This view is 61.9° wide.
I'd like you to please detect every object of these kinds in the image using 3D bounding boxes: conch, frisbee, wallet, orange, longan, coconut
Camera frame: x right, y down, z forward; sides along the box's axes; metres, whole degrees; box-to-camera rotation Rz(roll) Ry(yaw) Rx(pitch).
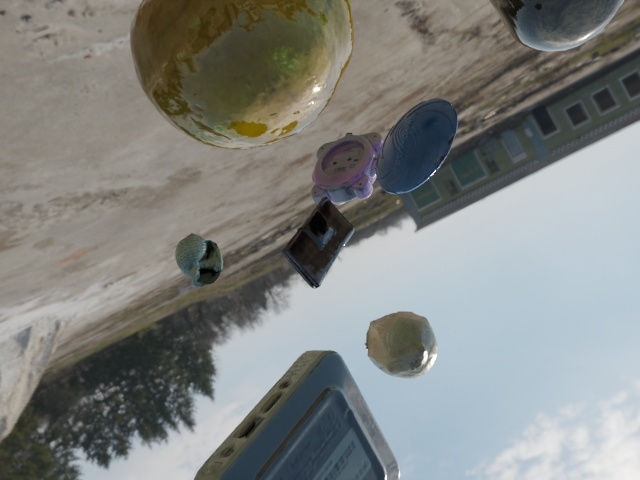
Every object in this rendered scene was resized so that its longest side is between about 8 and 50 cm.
[{"bbox_3d":[-0.361,0.055,1.580,0.135,0.154,0.102,-7,-171,-27],"label":"conch"},{"bbox_3d":[0.204,-0.220,1.205,0.242,0.045,0.242,-37,-142,36],"label":"frisbee"},{"bbox_3d":[0.000,0.000,1.282,0.042,0.124,0.230,-25,-158,44],"label":"wallet"},{"bbox_3d":[-0.087,-0.242,0.636,0.279,0.235,0.279,-35,-147,27],"label":"orange"},{"bbox_3d":[0.595,-0.682,1.359,0.336,0.404,0.404,-55,-174,-11],"label":"longan"},{"bbox_3d":[0.218,0.274,1.405,0.194,0.195,0.194,-28,180,0],"label":"coconut"}]

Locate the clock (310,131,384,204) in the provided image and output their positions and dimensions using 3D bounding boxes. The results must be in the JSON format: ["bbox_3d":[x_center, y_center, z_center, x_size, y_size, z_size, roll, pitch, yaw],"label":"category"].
[{"bbox_3d":[0.079,-0.215,1.610,0.227,0.090,0.248,-8,-134,26],"label":"clock"}]

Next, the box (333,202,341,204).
[{"bbox_3d":[0.093,-0.212,1.902,0.200,0.088,0.146,-53,172,-44],"label":"box"}]

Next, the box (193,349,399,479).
[{"bbox_3d":[-0.017,0.444,0.989,0.090,0.373,0.367,-7,-153,44],"label":"box"}]
